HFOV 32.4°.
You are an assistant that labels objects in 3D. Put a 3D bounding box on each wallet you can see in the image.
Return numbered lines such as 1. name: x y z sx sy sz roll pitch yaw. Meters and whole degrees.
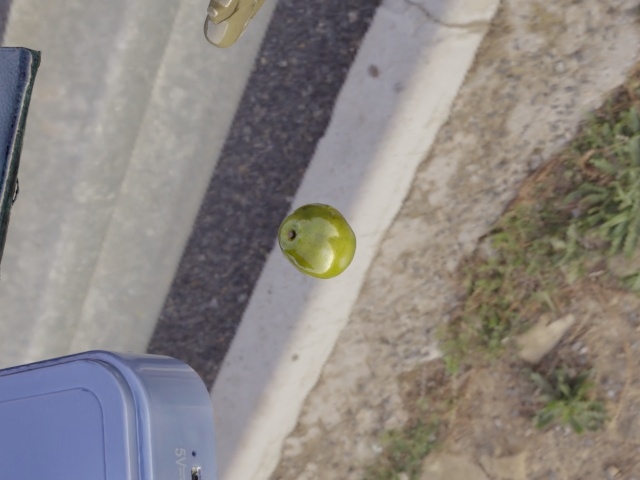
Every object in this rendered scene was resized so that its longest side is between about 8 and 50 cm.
1. wallet: -0.461 -0.073 1.439 0.191 0.046 0.378 8 84 36

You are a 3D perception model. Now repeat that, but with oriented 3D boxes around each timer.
1. timer: -0.286 0.326 1.304 0.395 0.173 0.394 -6 79 34

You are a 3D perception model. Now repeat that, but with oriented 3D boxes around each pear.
1. pear: 0.000 0.000 1.271 0.092 0.097 0.092 -7 76 31

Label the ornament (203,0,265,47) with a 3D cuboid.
1. ornament: -0.127 -0.383 1.708 0.061 0.244 0.230 32 149 -3
